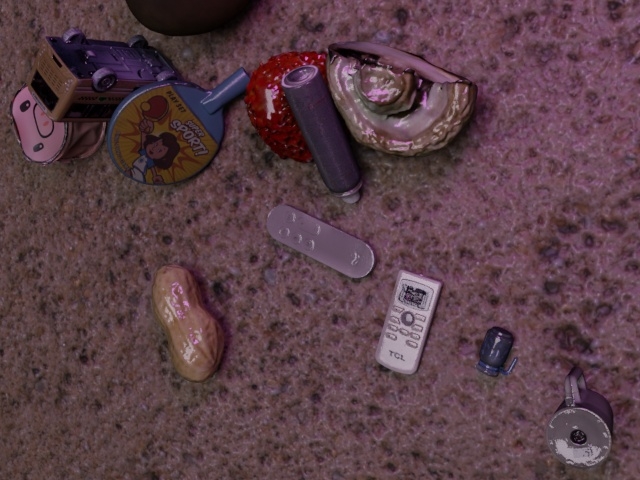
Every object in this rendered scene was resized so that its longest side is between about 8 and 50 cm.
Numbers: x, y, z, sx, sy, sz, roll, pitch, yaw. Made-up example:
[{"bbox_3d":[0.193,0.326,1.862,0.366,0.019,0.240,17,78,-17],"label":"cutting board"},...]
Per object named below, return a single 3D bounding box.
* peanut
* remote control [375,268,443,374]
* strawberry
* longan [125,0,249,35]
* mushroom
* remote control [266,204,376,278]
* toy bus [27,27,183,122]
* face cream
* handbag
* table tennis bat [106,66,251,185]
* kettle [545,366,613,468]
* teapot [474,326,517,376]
[{"bbox_3d":[-0.273,0.167,1.578,0.124,0.123,0.256,-25,78,23],"label":"peanut"},{"bbox_3d":[0.163,0.155,1.425,0.087,0.029,0.190,20,100,23],"label":"remote control"},{"bbox_3d":[-0.051,-0.253,1.430,0.234,0.178,0.234,4,100,22],"label":"strawberry"},{"bbox_3d":[-0.235,-0.553,1.454,0.350,0.288,0.288,-46,74,7],"label":"longan"},{"bbox_3d":[0.130,-0.244,1.347,0.267,0.189,0.164,13,112,0],"label":"mushroom"},{"bbox_3d":[0.000,0.000,1.497,0.245,0.022,0.077,27,104,22],"label":"remote control"},{"bbox_3d":[-0.428,-0.319,1.537,0.139,0.289,0.157,50,121,16],"label":"toy bus"},{"bbox_3d":[0.012,-0.181,1.376,0.073,0.073,0.283,-5,132,24],"label":"face cream"},{"bbox_3d":[-0.586,-0.271,1.698,0.179,0.116,0.205,-23,84,24],"label":"handbag"},{"bbox_3d":[-0.279,-0.241,1.545,0.329,0.044,0.215,-34,123,3],"label":"table tennis bat"},{"bbox_3d":[0.422,0.293,1.250,0.127,0.148,0.098,48,111,14],"label":"kettle"},{"bbox_3d":[0.315,0.198,1.355,0.049,0.064,0.083,35,111,52],"label":"teapot"}]
